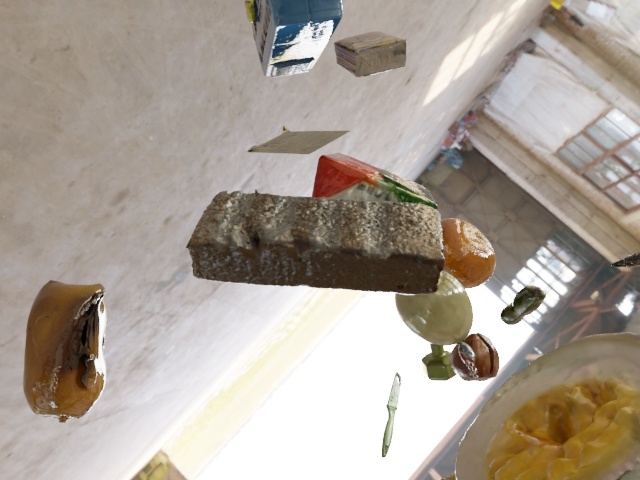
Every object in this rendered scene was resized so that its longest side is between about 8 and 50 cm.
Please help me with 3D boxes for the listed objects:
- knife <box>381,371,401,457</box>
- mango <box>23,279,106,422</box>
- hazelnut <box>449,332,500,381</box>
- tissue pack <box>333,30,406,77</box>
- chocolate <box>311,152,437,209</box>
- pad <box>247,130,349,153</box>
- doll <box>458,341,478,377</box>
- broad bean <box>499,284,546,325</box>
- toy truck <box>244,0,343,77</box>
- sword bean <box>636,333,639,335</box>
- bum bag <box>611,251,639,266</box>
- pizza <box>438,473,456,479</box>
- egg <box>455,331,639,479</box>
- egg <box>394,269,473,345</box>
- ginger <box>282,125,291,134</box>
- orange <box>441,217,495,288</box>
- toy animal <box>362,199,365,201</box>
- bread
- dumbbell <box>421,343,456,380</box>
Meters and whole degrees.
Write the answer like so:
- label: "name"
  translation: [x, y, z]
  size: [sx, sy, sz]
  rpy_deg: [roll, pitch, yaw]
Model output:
- label: "knife"
  translation: [0.142, 0.345, 0.985]
  size: [0.014, 0.030, 0.207]
  rpy_deg: [-36, -165, 33]
- label: "mango"
  translation: [-0.525, 0.226, 1.014]
  size: [0.152, 0.287, 0.201]
  rpy_deg: [1, 171, -16]
- label: "hazelnut"
  translation: [0.442, 0.332, 1.389]
  size: [0.143, 0.143, 0.154]
  rpy_deg: [-49, 141, 12]
- label: "tissue pack"
  translation: [0.100, -0.389, 1.010]
  size: [0.108, 0.148, 0.060]
  rpy_deg: [-15, 122, -8]
- label: "chocolate"
  translation: [0.156, -0.130, 1.450]
  size: [0.360, 0.341, 0.161]
  rpy_deg: [-50, 163, -75]
- label: "pad"
  translation: [-0.064, -0.268, 1.311]
  size: [0.265, 0.009, 0.159]
  rpy_deg: [12, -142, 45]
- label: "doll"
  translation: [0.388, 0.305, 1.287]
  size: [0.039, 0.057, 0.114]
  rpy_deg: [-56, -148, 37]
- label: "broad bean"
  translation: [0.443, 0.141, 1.068]
  size: [0.070, 0.048, 0.213]
  rpy_deg: [-57, 170, -18]
- label: "toy truck"
  translation: [-0.058, -0.461, 0.996]
  size: [0.161, 0.162, 0.385]
  rpy_deg: [-14, -174, -10]
- label: "sword bean"
  translation: [0.978, 0.221, 1.300]
  size: [0.269, 0.038, 0.043]
  rpy_deg: [-41, -165, 41]
- label: "bum bag"
  translation: [0.810, 0.047, 1.239]
  size: [0.058, 0.034, 0.124]
  rpy_deg: [2, 165, -26]
- label: "pizza"
  translation: [0.371, 0.770, 1.418]
  size: [0.058, 0.197, 0.292]
  rpy_deg: [-49, 151, -63]
- label: "egg"
  translation: [0.415, 0.356, 0.653]
  size: [0.354, 0.340, 0.354]
  rpy_deg: [-41, 180, 0]
- label: "egg"
  translation: [0.303, 0.175, 1.292]
  size: [0.186, 0.241, 0.186]
  rpy_deg: [-43, -166, 14]
- label: "ginger"
  translation: [-0.119, -0.376, 1.755]
  size: [0.044, 0.057, 0.137]
  rpy_deg: [-53, -161, 9]
- label: "orange"
  translation: [0.434, 0.044, 1.542]
  size: [0.240, 0.240, 0.171]
  rpy_deg: [-37, 167, -51]
- label: "toy animal"
  translation: [0.110, 0.007, 1.112]
  size: [0.073, 0.176, 0.217]
  rpy_deg: [-7, -137, 55]
- label: "bread"
  translation: [0.000, 0.000, 0.836]
  size: [0.165, 0.416, 0.113]
  rpy_deg: [-83, 175, -52]
- label: "dumbbell"
  translation: [0.358, 0.288, 1.534]
  size: [0.121, 0.302, 0.108]
  rpy_deg: [-17, -172, -32]
